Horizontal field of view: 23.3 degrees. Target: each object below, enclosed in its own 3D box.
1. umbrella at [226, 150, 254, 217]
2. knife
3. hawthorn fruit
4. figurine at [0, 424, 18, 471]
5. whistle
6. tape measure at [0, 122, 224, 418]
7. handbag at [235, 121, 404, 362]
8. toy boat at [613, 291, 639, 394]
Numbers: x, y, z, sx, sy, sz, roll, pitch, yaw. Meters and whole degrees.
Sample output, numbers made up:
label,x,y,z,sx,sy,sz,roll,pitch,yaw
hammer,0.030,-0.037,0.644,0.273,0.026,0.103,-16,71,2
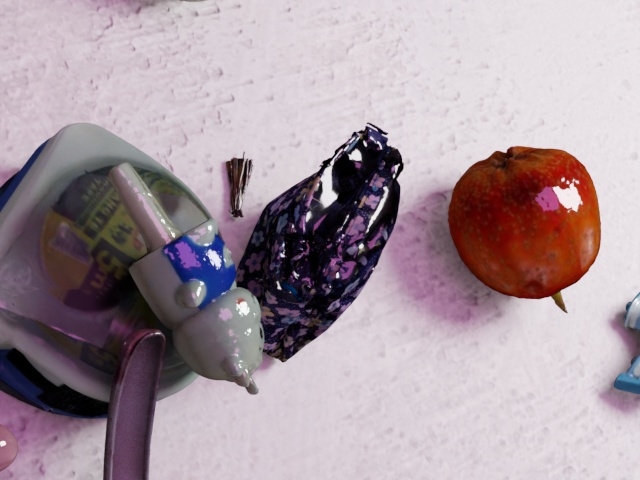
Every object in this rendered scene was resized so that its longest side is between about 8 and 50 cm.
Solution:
label,x,y,z,sx,sy,sz,roll,pitch,yaw
umbrella,-0.089,-0.062,1.697,0.031,0.020,0.083,16,67,-23
knife,-0.182,0.200,1.424,0.123,0.053,0.278,-13,119,-38
hawthorn fruit,0.243,-0.007,1.782,0.179,0.179,0.200,-37,107,-37
figurine,-0.370,0.175,1.338,0.173,0.173,0.173,12,63,-26
whistle,-0.118,0.035,1.416,0.092,0.110,0.244,-30,92,3
tape measure,-0.218,0.042,1.502,0.262,0.138,0.259,35,57,-13
handbag,0.000,0.000,1.604,0.126,0.208,0.229,34,58,-8
toy boat,0.417,0.111,1.894,0.102,0.088,0.215,27,51,23
